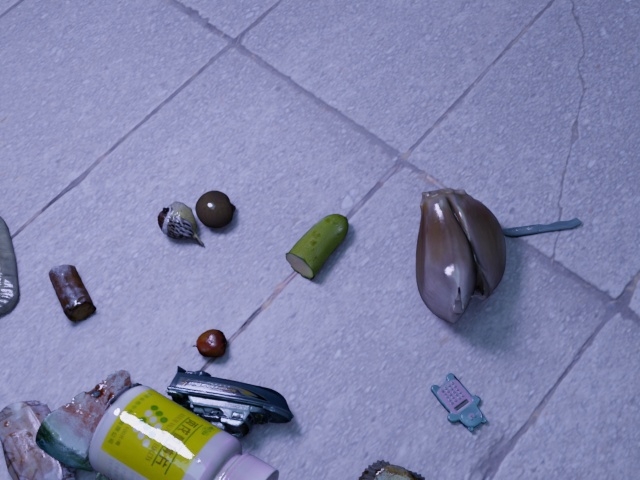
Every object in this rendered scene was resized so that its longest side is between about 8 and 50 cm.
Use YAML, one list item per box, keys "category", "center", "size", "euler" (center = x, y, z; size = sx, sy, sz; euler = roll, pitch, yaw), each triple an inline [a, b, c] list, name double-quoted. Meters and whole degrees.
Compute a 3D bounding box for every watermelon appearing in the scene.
- category: "watermelon"
  center: [-0.518, 0.402, 1.763]
  size: [0.154, 0.094, 0.241]
  euler: [34, 47, 3]

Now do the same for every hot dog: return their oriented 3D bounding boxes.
- category: "hot dog"
  center: [-0.654, 0.485, 1.758]
  size: [0.144, 0.075, 0.268]
  euler: [-26, 61, -14]
- category: "hot dog"
  center: [0.151, 0.611, 1.634]
  size: [0.163, 0.082, 0.270]
  euler: [2, 70, 12]

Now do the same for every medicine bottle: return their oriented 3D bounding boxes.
- category: "medicine bottle"
  center: [-0.297, 0.487, 1.654]
  size: [0.379, 0.213, 0.213]
  euler: [26, 68, 15]

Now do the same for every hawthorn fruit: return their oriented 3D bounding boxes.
- category: "hawthorn fruit"
  center: [-0.264, 0.252, 1.851]
  size: [0.077, 0.077, 0.077]
  euler: [-2, 63, 3]

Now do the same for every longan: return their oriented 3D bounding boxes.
- category: "longan"
  center: [-0.275, -0.083, 2.009]
  size: [0.113, 0.092, 0.113]
  euler: [16, 38, -12]

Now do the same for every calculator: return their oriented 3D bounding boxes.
- category: "calculator"
  center: [0.323, 0.378, 1.771]
  size: [0.094, 0.019, 0.141]
  euler: [-33, 65, -15]

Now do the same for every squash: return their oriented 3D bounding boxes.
- category: "squash"
  center: [0.000, 0.000, 1.951]
  size: [0.095, 0.095, 0.188]
  euler: [32, 66, 18]

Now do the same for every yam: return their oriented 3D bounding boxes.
- category: "yam"
  center: [-0.630, 0.130, 1.934]
  size: [0.079, 0.079, 0.141]
  euler: [-29, 63, -10]

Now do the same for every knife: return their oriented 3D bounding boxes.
- category: "knife"
  center: [0.565, -0.032, 1.963]
  size: [0.210, 0.015, 0.028]
  euler: [-9, 70, 0]

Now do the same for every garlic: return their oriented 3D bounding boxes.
- category: "garlic"
  center: [0.350, 0.055, 1.815]
  size: [0.231, 0.246, 0.340]
  euler: [0, 47, -8]

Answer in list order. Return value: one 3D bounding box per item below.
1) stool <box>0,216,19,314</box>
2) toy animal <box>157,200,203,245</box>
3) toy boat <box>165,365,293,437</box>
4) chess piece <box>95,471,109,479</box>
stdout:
- category: "stool"
  center: [-0.956, 0.049, 1.917]
  size: [0.310, 0.226, 0.310]
  euler: [-19, 64, -7]
- category: "toy animal"
  center: [-0.368, -0.033, 1.994]
  size: [0.098, 0.098, 0.137]
  euler: [-26, 86, -9]
- category: "toy boat"
  center: [-0.206, 0.379, 1.755]
  size: [0.296, 0.114, 0.122]
  euler: [10, 58, 9]
- category: "chess piece"
  center: [-0.492, 0.535, 1.734]
  size: [0.059, 0.059, 0.149]
  euler: [-39, 62, -15]
